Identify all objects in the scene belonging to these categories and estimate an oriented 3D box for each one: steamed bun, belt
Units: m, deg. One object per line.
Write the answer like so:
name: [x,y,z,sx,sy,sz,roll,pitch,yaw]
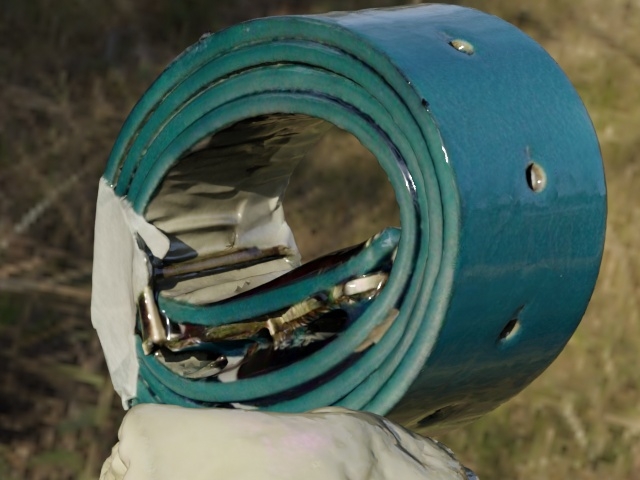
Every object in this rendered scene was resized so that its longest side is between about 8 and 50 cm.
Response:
steamed bun: [0.009,0.215,0.847,0.206,0.320,0.275,-4,37,-15]
belt: [0.001,0.000,1.323,0.173,0.300,0.436,-6,-13,-42]
